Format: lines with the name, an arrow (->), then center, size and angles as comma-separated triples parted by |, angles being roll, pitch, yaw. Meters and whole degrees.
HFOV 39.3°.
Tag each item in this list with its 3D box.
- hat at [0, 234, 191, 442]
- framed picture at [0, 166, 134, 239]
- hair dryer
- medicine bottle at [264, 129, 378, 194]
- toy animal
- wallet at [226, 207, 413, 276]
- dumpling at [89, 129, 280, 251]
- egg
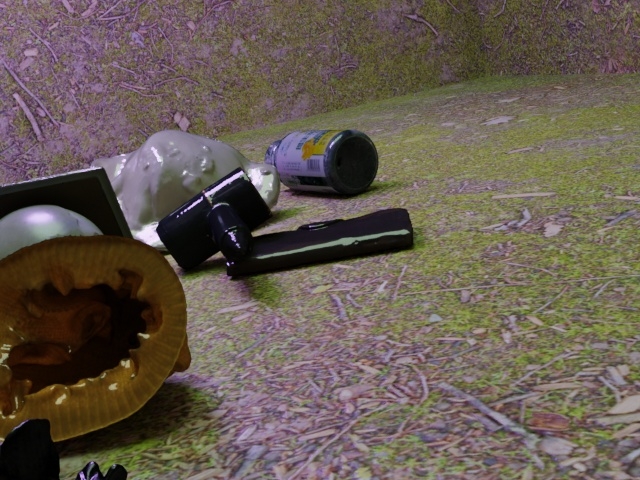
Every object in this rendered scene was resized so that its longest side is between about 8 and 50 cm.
hat -> -0.240, 0.125, 1.021 | 0.233, 0.244, 0.233 | 23, -8, 14
framed picture -> -0.437, -0.014, 1.496 | 0.232, 0.296, 0.019 | -11, 56, -4
hair dryer -> -0.165, -0.011, 1.432 | 0.189, 0.107, 0.352 | -34, 15, -3
medicine bottle -> -0.009, -0.178, 2.016 | 0.141, 0.141, 0.293 | -20, 15, -32
toy animal -> -0.268, 0.199, 0.741 | 0.210, 0.117, 0.121 | 3, 25, 38
wallet -> 0.000, 0.000, 1.495 | 0.310, 0.042, 0.165 | -11, 17, 6
dumpling -> -0.281, -0.079, 1.818 | 0.395, 0.233, 0.315 | 4, 45, -4
egg -> -0.438, 0.033, 1.390 | 0.217, 0.183, 0.183 | 11, 24, 32
